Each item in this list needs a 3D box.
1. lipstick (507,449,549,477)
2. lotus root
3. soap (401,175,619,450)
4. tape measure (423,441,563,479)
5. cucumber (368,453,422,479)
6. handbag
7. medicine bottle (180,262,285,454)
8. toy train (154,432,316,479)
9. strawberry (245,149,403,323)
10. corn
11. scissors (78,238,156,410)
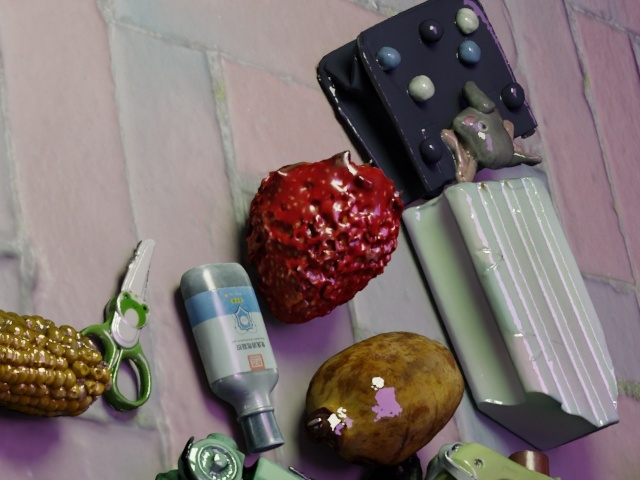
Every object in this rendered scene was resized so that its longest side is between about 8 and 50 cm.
[{"bbox_3d":[0.254,0.419,2.198,0.057,0.057,0.356,30,46,-34],"label":"lipstick"},{"bbox_3d":[0.064,0.179,2.067,0.145,0.128,0.260,34,27,22],"label":"lotus root"},{"bbox_3d":[0.256,0.095,2.366,0.208,0.115,0.347,-8,73,-51],"label":"soap"},{"bbox_3d":[0.192,0.322,2.131,0.200,0.106,0.175,33,61,-39],"label":"tape measure"},{"bbox_3d":[0.064,0.329,2.018,0.072,0.081,0.303,28,42,-4],"label":"cucumber"},{"bbox_3d":[0.163,-0.181,2.448,0.326,0.118,0.269,-33,94,-52],"label":"handbag"},{"bbox_3d":[-0.089,0.126,1.989,0.090,0.054,0.208,-2,68,-50],"label":"medicine bottle"},{"bbox_3d":[-0.102,0.302,1.798,0.154,0.115,0.269,31,37,-10],"label":"toy train"},{"bbox_3d":[0.000,0.000,2.093,0.184,0.187,0.201,39,65,-61],"label":"strawberry"},{"bbox_3d":[-0.329,0.099,1.693,0.320,0.097,0.097,18,53,-40],"label":"corn"},{"bbox_3d":[-0.200,0.079,1.912,0.101,0.027,0.204,40,43,-27],"label":"scissors"}]
